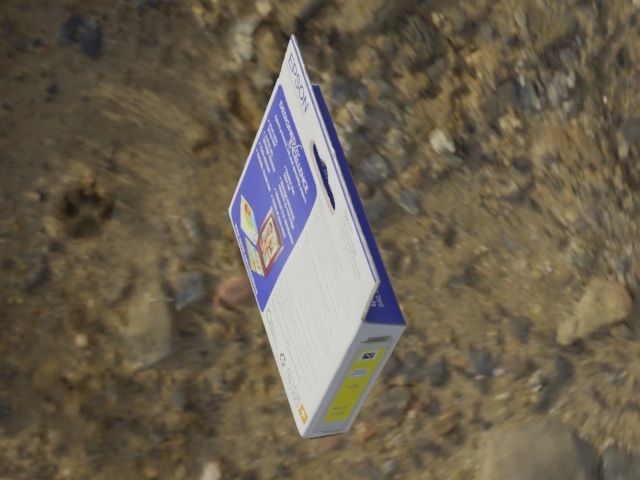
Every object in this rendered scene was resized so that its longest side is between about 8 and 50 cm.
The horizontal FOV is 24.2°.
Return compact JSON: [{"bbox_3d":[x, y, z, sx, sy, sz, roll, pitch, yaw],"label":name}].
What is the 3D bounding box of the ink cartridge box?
[{"bbox_3d":[0.000,0.000,1.537,0.072,0.307,0.304,-4,57,-23],"label":"ink cartridge box"}]
